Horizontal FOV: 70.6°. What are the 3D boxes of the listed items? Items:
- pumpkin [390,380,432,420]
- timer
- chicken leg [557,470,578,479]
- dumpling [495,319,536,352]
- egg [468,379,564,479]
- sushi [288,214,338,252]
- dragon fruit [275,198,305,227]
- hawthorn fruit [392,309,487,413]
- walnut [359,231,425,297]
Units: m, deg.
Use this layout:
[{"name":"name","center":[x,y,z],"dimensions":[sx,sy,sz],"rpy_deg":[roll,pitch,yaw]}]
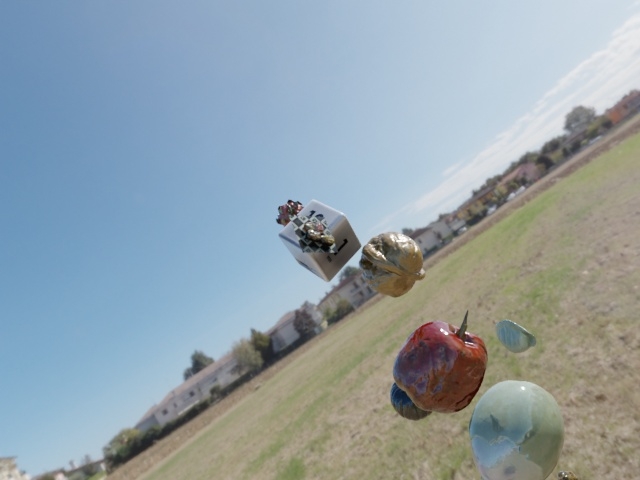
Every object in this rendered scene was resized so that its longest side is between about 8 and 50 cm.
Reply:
[{"name":"pumpkin","center":[0.420,0.697,2.029],"dimensions":[0.220,0.162,0.220],"rpy_deg":[-13,18,4]},{"name":"timer","center":[0.000,0.000,1.640],"dimensions":[0.195,0.192,0.194],"rpy_deg":[-47,-46,-14]},{"name":"chicken leg","center":[0.739,0.821,1.453],"dimensions":[0.251,0.107,0.087],"rpy_deg":[-22,-27,-26]},{"name":"dumpling","center":[0.851,0.410,1.967],"dimensions":[0.107,0.153,0.219],"rpy_deg":[-10,-10,-24]},{"name":"egg","center":[0.614,0.628,1.441],"dimensions":[0.336,0.278,0.278],"rpy_deg":[-56,3,-29]},{"name":"sushi","center":[-0.013,-0.026,1.224],"dimensions":[0.120,0.126,0.026],"rpy_deg":[0,-35,-34]},{"name":"dragon fruit","center":[-0.104,-0.087,2.023],"dimensions":[0.236,0.135,0.137],"rpy_deg":[45,-112,-42]},{"name":"hawthorn fruit","center":[0.342,0.358,1.286],"dimensions":[0.258,0.258,0.262],"rpy_deg":[-26,-12,-44]},{"name":"walnut","center":[0.258,0.085,1.609],"dimensions":[0.225,0.256,0.257],"rpy_deg":[-67,-15,9]}]
